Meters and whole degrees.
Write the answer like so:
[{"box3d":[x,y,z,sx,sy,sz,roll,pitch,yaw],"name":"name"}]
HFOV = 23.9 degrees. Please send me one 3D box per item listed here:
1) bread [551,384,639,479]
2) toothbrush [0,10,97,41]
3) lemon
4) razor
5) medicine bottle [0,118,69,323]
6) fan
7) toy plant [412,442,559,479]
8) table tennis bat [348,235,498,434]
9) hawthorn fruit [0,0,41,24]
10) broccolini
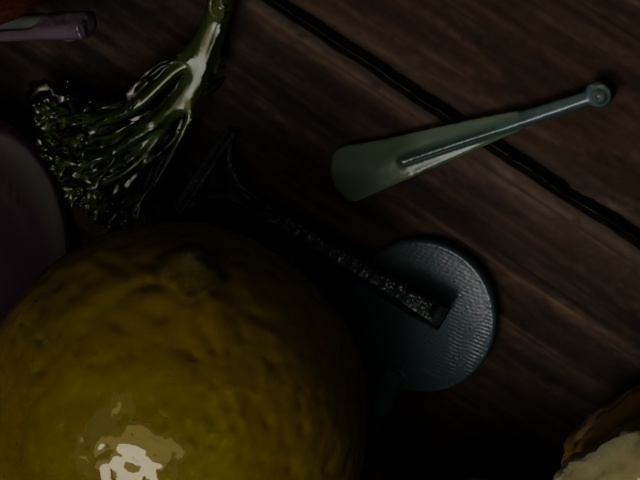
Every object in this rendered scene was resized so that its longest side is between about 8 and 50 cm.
[{"box3d":[0.330,0.115,0.826,0.236,0.165,0.375,49,122,1],"name":"bread"},{"box3d":[-0.300,-0.137,1.036,0.354,0.024,0.029,2,123,28],"name":"toothbrush"},{"box3d":[-0.091,0.115,0.947,0.267,0.267,0.267,9,116,19],"name":"lemon"},{"box3d":[0.001,0.001,0.983,0.190,0.033,0.066,31,86,12],"name":"razor"},{"box3d":[-0.339,0.013,1.047,0.291,0.178,0.178,-4,111,24],"name":"medicine bottle"},{"box3d":[0.090,-0.065,0.930,0.193,0.016,0.038,-18,103,28],"name":"fan"},{"box3d":[0.086,0.235,0.931,0.175,0.235,0.218,-35,102,36],"name":"toy plant"},{"box3d":[0.060,0.066,1.001,0.100,0.019,0.155,28,119,10],"name":"table tennis bat"},{"box3d":[-0.197,-0.227,0.913,0.203,0.162,0.162,-34,98,13],"name":"hawthorn fruit"},{"box3d":[-0.117,-0.134,0.972,0.123,0.062,0.271,23,113,6],"name":"broccolini"}]
